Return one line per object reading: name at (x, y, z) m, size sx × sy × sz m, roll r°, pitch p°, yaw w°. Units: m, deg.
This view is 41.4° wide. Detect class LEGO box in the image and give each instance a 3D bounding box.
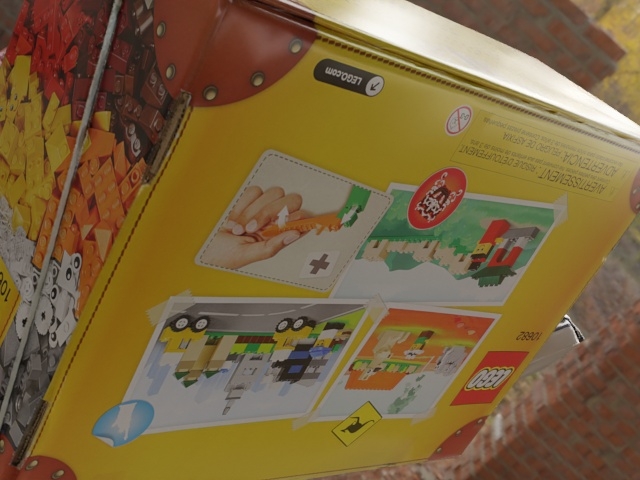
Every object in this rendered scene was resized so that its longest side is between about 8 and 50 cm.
LEGO box at (0.000, 0.000, 0.673) m, size 0.500 × 0.372 × 0.193 m, roll 8°, pitch 31°, yaw -44°

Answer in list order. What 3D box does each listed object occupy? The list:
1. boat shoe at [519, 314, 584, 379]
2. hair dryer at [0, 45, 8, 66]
boat shoe at (0.176, 0.131, 1.124) m, size 0.340 × 0.127 × 0.158 m, roll -15°, pitch 65°, yaw -29°
hair dryer at (-0.378, -0.250, 1.315) m, size 0.293 × 0.080 × 0.223 m, roll 5°, pitch 31°, yaw -38°
